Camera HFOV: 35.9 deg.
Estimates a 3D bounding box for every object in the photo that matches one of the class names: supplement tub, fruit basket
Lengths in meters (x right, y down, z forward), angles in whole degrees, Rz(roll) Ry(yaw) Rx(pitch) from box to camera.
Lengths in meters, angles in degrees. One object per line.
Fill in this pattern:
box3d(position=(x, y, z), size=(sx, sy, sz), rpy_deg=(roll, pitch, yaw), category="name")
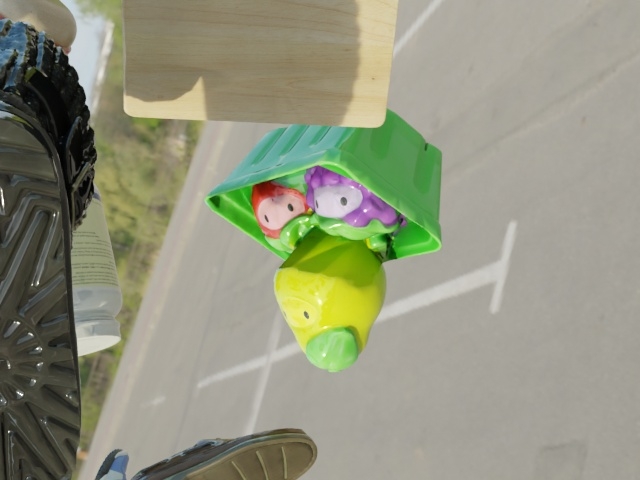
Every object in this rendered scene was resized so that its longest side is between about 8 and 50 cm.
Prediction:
box3d(position=(-0.518, 0.057, 1.921), size=(0.235, 0.236, 0.324), rpy_deg=(133, 125, -67), category="supplement tub")
box3d(position=(0.000, 0.000, 1.546), size=(0.392, 0.283, 0.392), rpy_deg=(-38, 32, 29), category="fruit basket")

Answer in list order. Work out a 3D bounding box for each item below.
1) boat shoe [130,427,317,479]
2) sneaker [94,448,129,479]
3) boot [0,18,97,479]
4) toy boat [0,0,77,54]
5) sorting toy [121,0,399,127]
box3d(position=(-0.162, 0.354, 1.564), size=(0.104, 0.307, 0.110), rpy_deg=(-127, 23, -60), category="boat shoe")
box3d(position=(-0.354, 0.445, 1.667), size=(0.211, 0.081, 0.080), rpy_deg=(-80, 10, -50), category="sneaker")
box3d(position=(-0.238, 0.025, 0.740), size=(0.260, 0.131, 0.347), rpy_deg=(-120, 39, -65), category="boot")
box3d(position=(-0.397, -0.254, 1.102), size=(0.151, 0.231, 0.151), rpy_deg=(-50, -16, 9), category="toy boat")
box3d(position=(-0.057, -0.248, 0.952), size=(0.089, 0.257, 0.255), rpy_deg=(-98, 11, -60), category="sorting toy")
